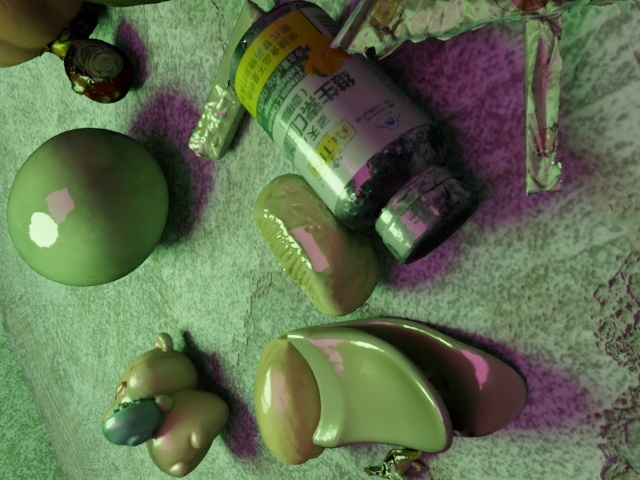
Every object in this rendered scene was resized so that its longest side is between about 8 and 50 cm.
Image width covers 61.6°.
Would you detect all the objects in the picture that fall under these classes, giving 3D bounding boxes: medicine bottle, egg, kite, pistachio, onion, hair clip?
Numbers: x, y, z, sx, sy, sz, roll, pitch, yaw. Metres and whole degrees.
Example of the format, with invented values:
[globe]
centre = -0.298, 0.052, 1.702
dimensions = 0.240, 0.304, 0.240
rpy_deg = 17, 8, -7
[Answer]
[medicine bottle]
centre = 0.035, -0.113, 0.580
dimensions = 0.293, 0.141, 0.141
rpy_deg = 51, 134, 16
[egg]
centre = -0.408, -0.053, 0.951
dimensions = 0.352, 0.258, 0.258
rpy_deg = -28, 86, 47
[kite]
centre = 0.181, -0.220, 0.429
dimensions = 0.406, 0.014, 0.368
rpy_deg = 0, 92, 30
[pistachio]
centre = -0.047, 0.240, 0.810
dimensions = 0.145, 0.117, 0.200
rpy_deg = -6, 102, 33
[onion]
centre = -0.389, -0.293, 0.945
dimensions = 0.117, 0.118, 0.118
rpy_deg = 48, 134, 5
[hair clip]
centre = 0.098, 0.183, 0.668
dimensions = 0.282, 0.113, 0.172
rpy_deg = -7, 99, 50

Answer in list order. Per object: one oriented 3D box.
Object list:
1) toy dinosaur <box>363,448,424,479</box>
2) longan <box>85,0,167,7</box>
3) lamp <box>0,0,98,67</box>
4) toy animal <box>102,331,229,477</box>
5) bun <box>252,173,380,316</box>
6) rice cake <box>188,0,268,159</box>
[toy dinosaur]
centre = 0.113, 0.320, 0.747
dimensions = 0.058, 0.037, 0.180
rpy_deg = 48, 134, 13
[longan]
centre = -0.232, -0.450, 0.551
dimensions = 0.391, 0.391, 0.391
rpy_deg = 18, 118, 39
[lamp]
centre = -0.513, -0.426, 0.918
dimensions = 0.305, 0.239, 0.305
rpy_deg = -21, 49, 27
[toy animal]
centre = -0.291, 0.329, 1.047
dimensions = 0.221, 0.229, 0.210
rpy_deg = 30, 102, -16
[bun]
centre = 0.000, 0.000, 0.665
dimensions = 0.188, 0.111, 0.164
rpy_deg = 51, 168, 14
[rice cake]
centre = -0.122, -0.213, 0.752
dimensions = 0.256, 0.057, 0.052
rpy_deg = -54, 41, 40
